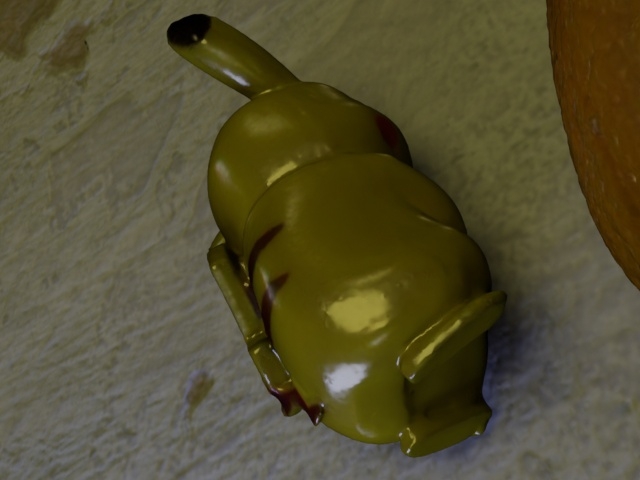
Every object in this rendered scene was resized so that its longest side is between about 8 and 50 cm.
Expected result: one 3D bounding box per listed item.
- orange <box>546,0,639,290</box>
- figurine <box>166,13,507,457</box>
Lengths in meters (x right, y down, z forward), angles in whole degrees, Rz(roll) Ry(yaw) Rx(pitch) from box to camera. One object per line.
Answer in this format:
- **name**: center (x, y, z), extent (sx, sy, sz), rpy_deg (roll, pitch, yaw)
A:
- **orange**: center (0.266, -0.091, 0.580), extent (0.322, 0.322, 0.356), rpy_deg (-10, 71, 34)
- **figurine**: center (0.003, 0.005, 0.847), extent (0.169, 0.218, 0.326), rpy_deg (-13, 47, -13)
